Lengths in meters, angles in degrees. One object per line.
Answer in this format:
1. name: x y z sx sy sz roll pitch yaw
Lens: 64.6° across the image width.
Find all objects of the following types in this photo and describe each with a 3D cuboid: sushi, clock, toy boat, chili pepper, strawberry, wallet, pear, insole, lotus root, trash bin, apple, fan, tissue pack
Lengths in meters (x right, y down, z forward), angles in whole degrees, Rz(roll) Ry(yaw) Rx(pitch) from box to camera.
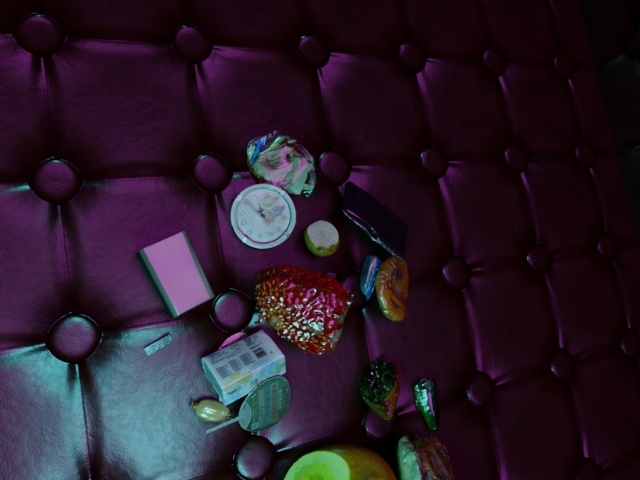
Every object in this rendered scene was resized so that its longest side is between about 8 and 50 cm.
1. sushi: 0.211 0.544 1.855 0.287 0.149 0.140 -52 134 -60
2. clock: -0.207 -0.089 1.828 0.237 0.053 0.236 -2 98 -11
3. toy boat: 0.214 0.152 1.970 0.110 0.091 0.175 19 77 -15
4. chili pepper: 0.434 0.642 1.990 0.108 0.062 0.216 -8 85 -25
5. strawberry: -0.077 0.239 1.745 0.344 0.292 0.292 11 75 -4
6. wallet: 0.218 -0.081 1.993 0.323 0.041 0.247 35 37 -13
7. pear: 0.000 0.000 1.898 0.141 0.104 0.141 9 54 -13
8. insole: -0.323 0.381 1.728 0.188 0.004 0.064 -42 97 -25
9. lotus root: -0.357 0.555 1.647 0.150 0.062 0.073 22 94 -17
10. trash bin: -0.472 0.112 1.653 0.164 0.122 0.240 -26 93 -26
11. apple: 0.072 0.847 1.630 0.384 0.374 0.374 -8 83 -26
12. fan: -0.211 0.577 1.679 0.294 0.012 0.223 -40 133 -12
13. tissue pack: -0.250 0.431 1.679 0.229 0.159 0.145 -22 130 -29

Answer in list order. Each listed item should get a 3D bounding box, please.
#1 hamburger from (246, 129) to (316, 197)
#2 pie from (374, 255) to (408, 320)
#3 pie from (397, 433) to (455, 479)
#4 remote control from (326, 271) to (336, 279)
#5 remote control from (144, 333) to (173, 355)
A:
1. hamburger: -0.122 -0.283 1.872 0.276 0.150 0.260 -12 86 -26
2. pie: 0.282 0.182 1.947 0.273 0.069 0.273 20 67 -58
3. pie: 0.366 0.874 1.736 0.180 0.418 0.395 -14 85 18
4. remote control: 0.036 0.169 1.928 0.039 0.014 0.096 16 73 -21
5. remote control: -0.524 0.338 1.640 0.091 0.016 0.034 -28 108 -26
